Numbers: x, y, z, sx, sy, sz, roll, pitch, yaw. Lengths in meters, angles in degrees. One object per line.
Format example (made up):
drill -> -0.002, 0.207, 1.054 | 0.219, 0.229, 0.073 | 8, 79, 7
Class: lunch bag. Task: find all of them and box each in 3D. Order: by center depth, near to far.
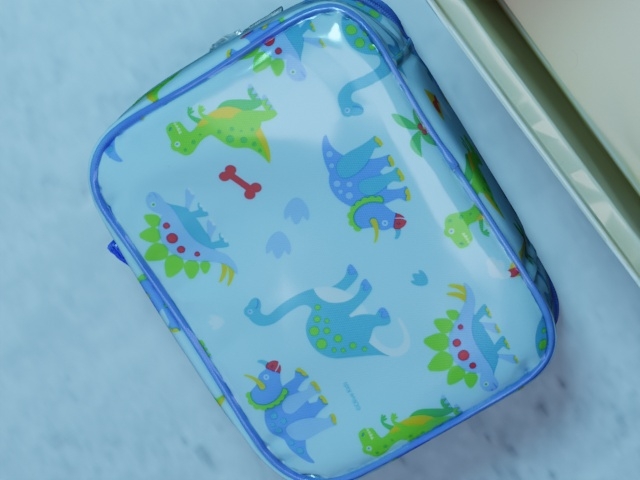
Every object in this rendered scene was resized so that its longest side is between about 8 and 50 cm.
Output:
lunch bag -> 0.000, 0.000, 0.962 | 0.176, 0.090, 0.219 | -32, 98, 13

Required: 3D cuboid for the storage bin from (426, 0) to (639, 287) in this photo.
storage bin -> 0.222, -0.105, 0.890 | 0.262, 0.123, 0.260 | -35, 97, 14
